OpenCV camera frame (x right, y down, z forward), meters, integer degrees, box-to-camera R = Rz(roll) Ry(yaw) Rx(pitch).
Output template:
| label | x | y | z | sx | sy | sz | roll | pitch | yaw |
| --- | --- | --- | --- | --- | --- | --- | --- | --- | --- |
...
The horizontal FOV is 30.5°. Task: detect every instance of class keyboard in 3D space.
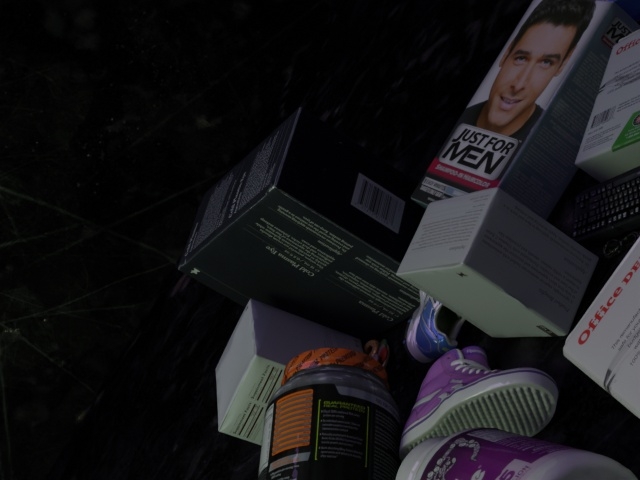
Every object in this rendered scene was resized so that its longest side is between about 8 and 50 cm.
| label | x | y | z | sx | sy | sz | roll | pitch | yaw |
| --- | --- | --- | --- | --- | --- | --- | --- | --- | --- |
| keyboard | 0.379 | -0.035 | 1.482 | 0.180 | 0.023 | 0.108 | 150 | 126 | -61 |

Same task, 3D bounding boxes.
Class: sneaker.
| label | x | y | z | sx | sy | sz | roll | pitch | yaw |
| --- | --- | --- | --- | --- | --- | --- | --- | --- | --- |
| sneaker | 0.191 | 0.083 | 1.748 | 0.081 | 0.080 | 0.211 | -19 | 51 | 52 |
| sneaker | 0.203 | 0.183 | 1.504 | 0.282 | 0.102 | 0.161 | -35 | 26 | 49 |

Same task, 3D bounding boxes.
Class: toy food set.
| label | x | y | z | sx | sy | sz | roll | pitch | yaw |
| --- | --- | --- | --- | --- | --- | --- | --- | --- | --- |
| toy food set | 0.084 | 0.198 | 1.902 | 0.083 | 0.020 | 0.082 | -63 | 19 | -17 |

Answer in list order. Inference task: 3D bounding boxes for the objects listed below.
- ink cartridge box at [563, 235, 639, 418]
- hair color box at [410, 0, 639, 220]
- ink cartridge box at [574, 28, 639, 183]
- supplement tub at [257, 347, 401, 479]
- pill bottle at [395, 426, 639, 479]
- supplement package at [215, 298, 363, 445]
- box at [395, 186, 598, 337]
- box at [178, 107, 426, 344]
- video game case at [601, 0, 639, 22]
| label | x | y | z | sx | sy | sz | roll | pitch | yaw |
| --- | --- | --- | --- | --- | --- | --- | --- | --- | --- |
| ink cartridge box | 0.384 | 0.101 | 1.148 | 0.198 | 0.115 | 0.273 | -55 | 19 | 5 |
| hair color box | 0.311 | -0.176 | 1.740 | 0.374 | 0.114 | 0.185 | -58 | 30 | -2 |
| ink cartridge box | 0.434 | -0.182 | 1.522 | 0.153 | 0.087 | 0.208 | -24 | 39 | 59 |
| supplement tub | 0.013 | 0.314 | 1.574 | 0.193 | 0.194 | 0.316 | -41 | 32 | 41 |
| pill bottle | 0.197 | 0.288 | 1.236 | 0.169 | 0.169 | 0.301 | -62 | 19 | -13 |
| supplement package | -0.045 | 0.227 | 1.860 | 0.194 | 0.203 | 0.149 | -103 | 37 | -66 |
| box | 0.230 | 0.034 | 1.542 | 0.119 | 0.181 | 0.182 | -63 | 19 | -17 |
| box | 0.000 | 0.000 | 1.926 | 0.312 | 0.343 | 0.179 | -36 | 29 | 46 |
| video game case | 0.494 | -0.442 | 1.837 | 0.269 | 0.061 | 0.244 | -22 | 38 | 61 |
